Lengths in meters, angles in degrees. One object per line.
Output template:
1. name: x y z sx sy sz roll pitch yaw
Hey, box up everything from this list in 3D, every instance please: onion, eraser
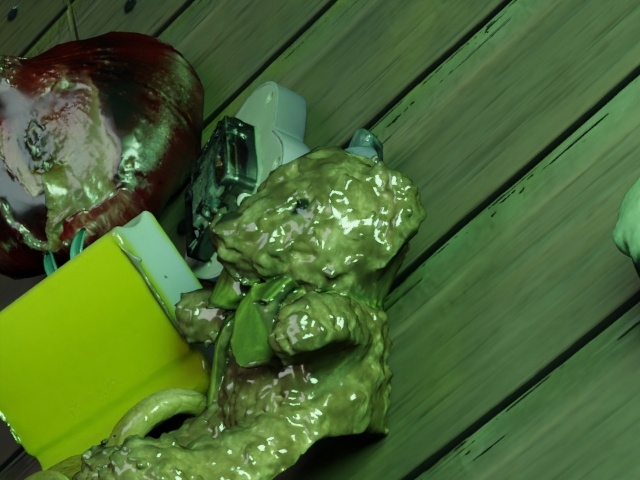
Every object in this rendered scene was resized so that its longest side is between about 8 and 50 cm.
1. onion: -0.243 -0.096 1.830 0.272 0.195 0.272 -31 38 27
2. eraser: -0.186 0.095 1.674 0.226 0.069 0.158 -34 88 32

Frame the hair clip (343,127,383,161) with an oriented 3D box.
1. hair clip: 0.002 0.001 1.609 0.195 0.052 0.124 -66 22 7

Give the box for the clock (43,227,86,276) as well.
1. clock: -0.194 0.059 1.731 0.101 0.135 0.041 -31 2 31

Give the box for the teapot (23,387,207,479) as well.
1. teapot: -0.189 0.243 1.564 0.311 0.167 0.203 -54 37 8

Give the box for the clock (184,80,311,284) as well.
1. clock: -0.074 -0.039 1.670 0.172 0.064 0.198 -54 23 28

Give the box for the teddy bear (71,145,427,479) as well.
1. teddy bear: -0.056 0.069 1.438 0.222 0.296 0.246 71 161 -4

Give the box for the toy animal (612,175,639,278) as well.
1. toy animal: 0.280 -0.049 1.242 0.225 0.121 0.094 -43 40 20
